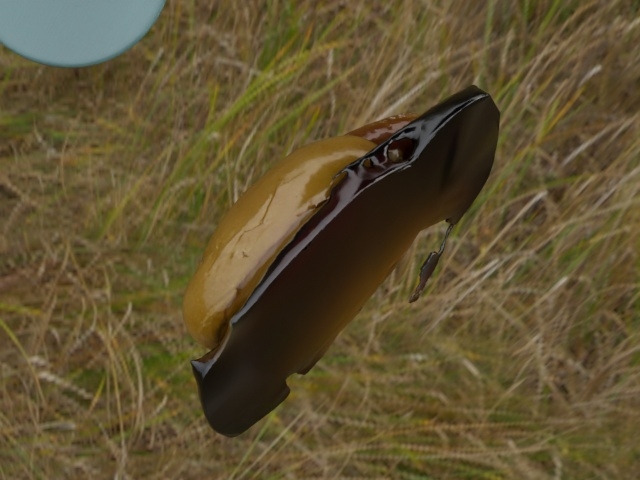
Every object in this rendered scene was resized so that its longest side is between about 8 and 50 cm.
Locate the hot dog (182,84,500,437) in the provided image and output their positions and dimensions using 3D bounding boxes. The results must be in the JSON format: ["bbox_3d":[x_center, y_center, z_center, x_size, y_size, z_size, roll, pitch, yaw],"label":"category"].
[{"bbox_3d":[-0.003,-0.002,1.090,0.326,0.194,0.107,-38,57,-16],"label":"hot dog"}]

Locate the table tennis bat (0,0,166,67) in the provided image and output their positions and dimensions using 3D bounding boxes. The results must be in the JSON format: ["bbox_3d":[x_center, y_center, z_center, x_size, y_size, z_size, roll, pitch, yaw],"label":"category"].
[{"bbox_3d":[-0.163,-0.238,0.969,0.153,0.040,0.244,31,105,-13],"label":"table tennis bat"}]
